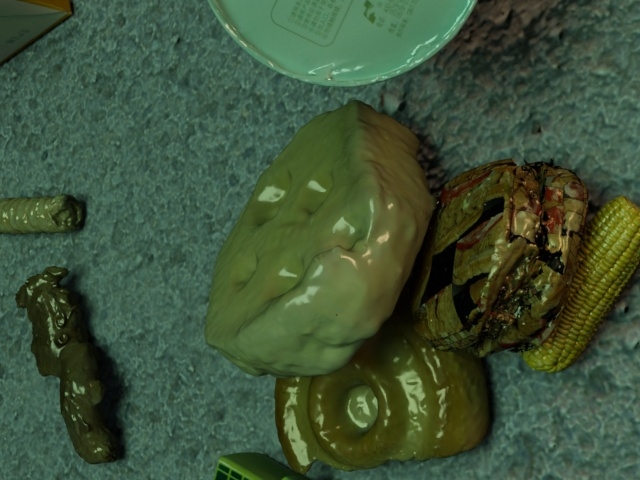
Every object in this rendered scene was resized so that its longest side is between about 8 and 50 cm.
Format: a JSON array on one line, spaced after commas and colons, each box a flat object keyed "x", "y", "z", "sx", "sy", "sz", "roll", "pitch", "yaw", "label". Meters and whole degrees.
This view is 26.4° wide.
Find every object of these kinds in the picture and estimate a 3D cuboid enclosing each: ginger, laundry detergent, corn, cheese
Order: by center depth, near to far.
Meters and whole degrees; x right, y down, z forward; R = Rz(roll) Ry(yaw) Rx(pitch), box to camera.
[{"x": 0.266, "y": 0.047, "z": 1.374, "sx": 0.072, "sy": 0.072, "sz": 0.203, "roll": 43, "pitch": 113, "yaw": 33, "label": "corn"}, {"x": 0.039, "y": -0.320, "z": 1.407, "sx": 0.287, "sy": 0.305, "sz": 0.287, "roll": 2, "pitch": 105, "yaw": 7, "label": "laundry detergent"}, {"x": 0.000, "y": 0.000, "z": 1.489, "sx": 0.326, "sy": 0.115, "sz": 0.318, "roll": -63, "pitch": 24, "yaw": -9, "label": "cheese"}, {"x": -0.347, "y": 0.173, "z": 1.867, "sx": 0.122, "sy": 0.084, "sz": 0.290, "roll": -36, "pitch": 66, "yaw": 25, "label": "ginger"}]

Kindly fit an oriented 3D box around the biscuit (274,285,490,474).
[{"x": 0.052, "y": 0.155, "z": 1.533, "sx": 0.274, "sy": 0.091, "sz": 0.213, "roll": -21, "pitch": 76, "yaw": 39, "label": "biscuit"}]

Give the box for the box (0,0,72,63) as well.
[{"x": -0.558, "y": -0.380, "z": 1.966, "sx": 0.283, "sy": 0.259, "sz": 0.214, "roll": -26, "pitch": 68, "yaw": 35, "label": "box"}]

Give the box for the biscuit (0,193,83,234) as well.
[{"x": -0.430, "y": -0.038, "z": 1.967, "sx": 0.219, "sy": 0.061, "sz": 0.055, "roll": 0, "pitch": 42, "yaw": 38, "label": "biscuit"}]

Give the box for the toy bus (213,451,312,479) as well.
[{"x": -0.048, "y": 0.321, "z": 1.606, "sx": 0.175, "sy": 0.088, "sz": 0.101, "roll": 21, "pitch": 99, "yaw": 40, "label": "toy bus"}]

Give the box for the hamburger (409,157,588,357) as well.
[{"x": 0.174, "y": 0.012, "z": 1.387, "sx": 0.231, "sy": 0.107, "sz": 0.231, "roll": -50, "pitch": 31, "yaw": 46, "label": "hamburger"}]
